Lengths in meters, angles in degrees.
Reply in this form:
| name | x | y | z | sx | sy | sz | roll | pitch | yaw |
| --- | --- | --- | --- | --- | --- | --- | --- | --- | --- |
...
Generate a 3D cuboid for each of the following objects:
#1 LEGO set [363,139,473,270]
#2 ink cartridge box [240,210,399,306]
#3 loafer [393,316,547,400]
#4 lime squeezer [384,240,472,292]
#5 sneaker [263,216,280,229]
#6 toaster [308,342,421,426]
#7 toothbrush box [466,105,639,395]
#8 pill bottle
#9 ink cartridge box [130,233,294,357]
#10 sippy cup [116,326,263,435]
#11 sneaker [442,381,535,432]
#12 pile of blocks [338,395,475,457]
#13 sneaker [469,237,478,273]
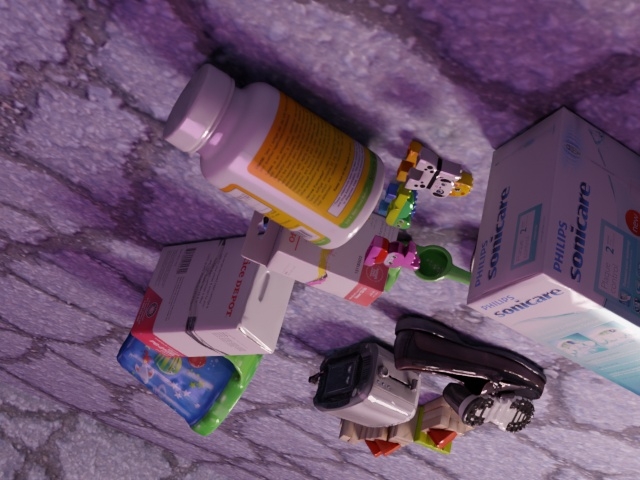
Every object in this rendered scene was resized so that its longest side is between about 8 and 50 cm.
| name | x | y | z | sx | sy | sz | roll | pitch | yaw |
| --- | --- | --- | --- | --- | --- | --- | --- | --- | --- |
| LEGO set | 0.135 | -0.050 | 1.040 | 0.093 | 0.087 | 0.227 | 16 | 145 | -6 |
| ink cartridge box | 0.000 | 0.000 | 1.157 | 0.198 | 0.115 | 0.067 | 21 | 152 | -10 |
| loafer | 0.258 | 0.233 | 1.454 | 0.302 | 0.095 | 0.109 | 24 | 150 | -14 |
| lime squeezer | 0.152 | 0.051 | 1.185 | 0.310 | 0.059 | 0.110 | 2 | 125 | 58 |
| sneaker | -0.025 | 0.014 | 1.239 | 0.063 | 0.073 | 0.162 | -13 | 140 | 42 |
| toaster | 0.090 | 0.288 | 1.605 | 0.146 | 0.129 | 0.227 | 27 | 148 | -24 |
| toothbrush box | 0.328 | 0.024 | 0.932 | 0.295 | 0.216 | 0.126 | 28 | 149 | -18 |
| pill bottle | -0.056 | -0.102 | 0.986 | 0.245 | 0.136 | 0.136 | 30 | 148 | -24 |
| ink cartridge box | -0.170 | 0.093 | 1.347 | 0.237 | 0.172 | 0.100 | -7 | 144 | 35 |
| sippy cup | -0.253 | 0.215 | 1.576 | 0.224 | 0.240 | 0.305 | 34 | 117 | -11 |
| sneaker | 0.319 | 0.307 | 1.582 | 0.234 | 0.078 | 0.106 | 17 | -166 | -42 |
| pile of blocks | 0.186 | 0.428 | 1.817 | 0.362 | 0.113 | 0.149 | -13 | 140 | 42 |
| sneaker | 0.257 | 0.056 | 1.185 | 0.075 | 0.057 | 0.161 | 11 | 149 | 20 |
